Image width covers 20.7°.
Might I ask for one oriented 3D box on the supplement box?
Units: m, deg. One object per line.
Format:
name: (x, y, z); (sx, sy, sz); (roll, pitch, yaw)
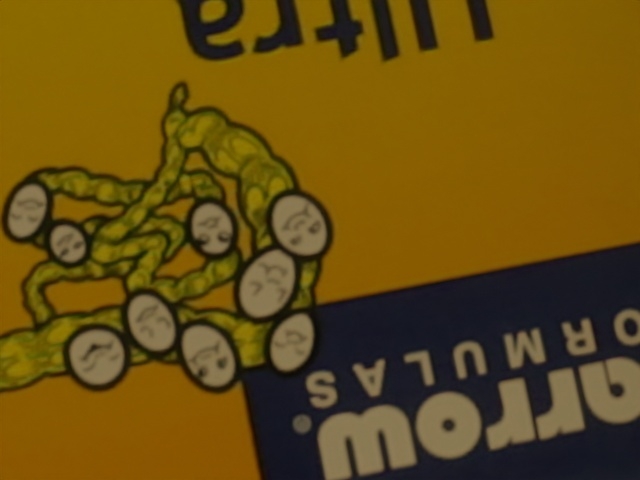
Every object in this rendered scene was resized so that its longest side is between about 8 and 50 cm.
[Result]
supplement box: (-0.043, -0.095, 0.423); (0.194, 0.195, 0.356); (119, 140, -79)
